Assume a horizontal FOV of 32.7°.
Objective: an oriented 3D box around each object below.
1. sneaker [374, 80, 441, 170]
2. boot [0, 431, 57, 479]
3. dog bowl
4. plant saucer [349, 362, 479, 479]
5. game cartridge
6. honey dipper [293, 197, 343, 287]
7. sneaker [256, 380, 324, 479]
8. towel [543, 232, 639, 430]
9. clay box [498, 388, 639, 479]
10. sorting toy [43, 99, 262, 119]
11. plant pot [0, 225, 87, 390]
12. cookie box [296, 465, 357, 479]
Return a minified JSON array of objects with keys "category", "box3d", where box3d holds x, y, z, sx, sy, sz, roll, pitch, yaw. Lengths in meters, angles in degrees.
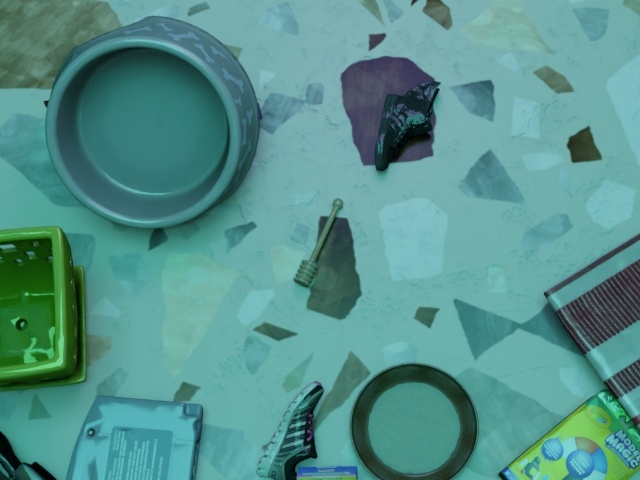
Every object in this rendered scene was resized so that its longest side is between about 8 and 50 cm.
[{"category":"sneaker","box3d":[0.146,-0.192,1.832,0.089,0.051,0.170,8,70,10]},{"category":"boot","box3d":[-0.545,0.407,1.665,0.263,0.091,0.229,35,82,16]},{"category":"dog bowl","box3d":[-0.274,-0.177,1.730,0.349,0.102,0.348,1,108,3]},{"category":"plant saucer","box3d":[0.144,0.290,1.689,0.199,0.036,0.198,-1,73,2]},{"category":"game cartridge","box3d":[-0.293,0.390,1.674,0.196,0.060,0.294,6,73,1]},{"category":"honey dipper","box3d":[0.000,0.000,1.792,0.030,0.030,0.160,21,73,9]},{"category":"sneaker","box3d":[-0.029,0.302,1.682,0.075,0.063,0.170,27,81,11]},{"category":"towel","box3d":[0.533,0.160,1.697,0.237,0.037,0.329,-30,73,-13]},{"category":"clay box","box3d":[0.396,0.333,1.653,0.222,0.053,0.127,-38,75,-8]},{"category":"sorting toy","box3d":[-0.281,-0.178,1.843,0.366,0.127,0.126,1,102,1]},{"category":"plant pot","box3d":[-0.479,0.121,1.687,0.227,0.207,0.228,-6,73,2]},{"category":"cookie box","box3d":[0.011,0.396,1.638,0.092,0.040,0.107,-2,101,2]}]
